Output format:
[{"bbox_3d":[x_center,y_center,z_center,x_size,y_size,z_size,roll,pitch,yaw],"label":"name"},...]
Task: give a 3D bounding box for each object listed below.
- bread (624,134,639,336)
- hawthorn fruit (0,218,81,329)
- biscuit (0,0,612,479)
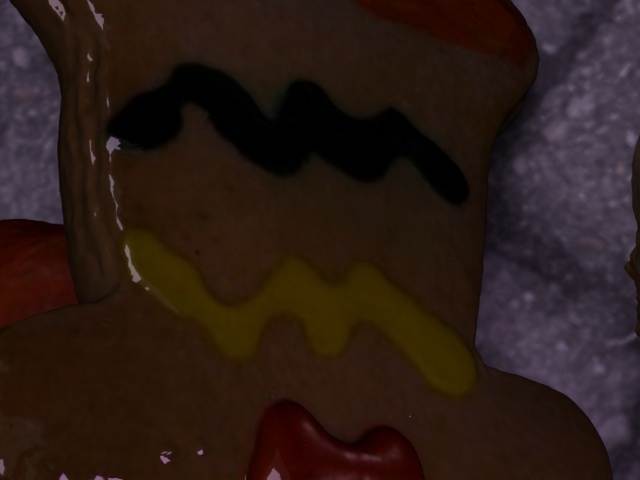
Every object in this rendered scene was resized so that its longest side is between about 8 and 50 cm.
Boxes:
[{"bbox_3d":[0.352,0.042,0.873,0.371,0.390,0.279,40,87,20],"label":"bread"},{"bbox_3d":[-0.144,0.079,1.049,0.205,0.205,0.253,20,61,15],"label":"hawthorn fruit"},{"bbox_3d":[0.000,0.000,1.006,0.368,0.076,0.394,14,63,-27],"label":"biscuit"}]
